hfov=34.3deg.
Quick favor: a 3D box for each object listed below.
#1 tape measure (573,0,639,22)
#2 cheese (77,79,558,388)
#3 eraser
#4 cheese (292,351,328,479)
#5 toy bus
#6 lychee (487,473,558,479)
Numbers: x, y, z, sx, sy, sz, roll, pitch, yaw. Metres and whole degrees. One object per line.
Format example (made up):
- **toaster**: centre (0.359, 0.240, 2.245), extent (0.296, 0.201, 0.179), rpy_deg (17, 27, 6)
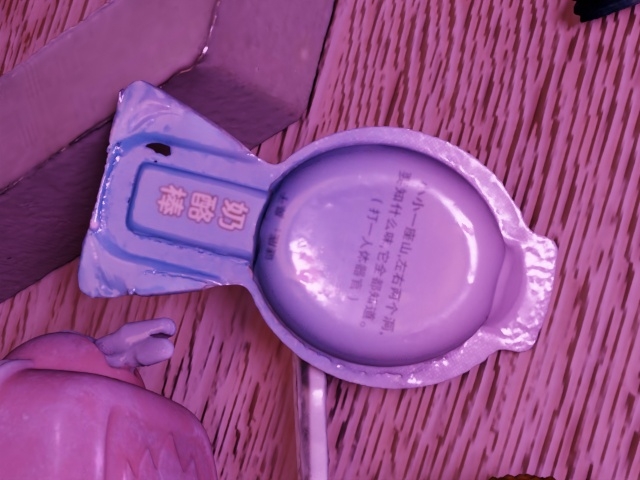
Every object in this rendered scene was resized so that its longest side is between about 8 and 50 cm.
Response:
- **tape measure**: centre (0.281, -0.092, 0.414), extent (0.351, 0.098, 0.215), rpy_deg (-20, 69, 28)
- **cheese**: centre (0.000, 0.000, 0.541), extent (0.244, 0.052, 0.135), rpy_deg (14, 89, 4)
- **eraser**: centre (-0.147, -0.062, 0.645), extent (0.352, 0.111, 0.077), rpy_deg (-29, 67, 22)
- **cheese**: centre (-0.003, 0.158, 0.534), extent (0.049, 0.127, 0.235), rpy_deg (0, 61, -4)
- **toy bus**: centre (-0.190, 0.167, 0.586), extent (0.294, 0.197, 0.232), rpy_deg (-10, 65, 29)
- **lychee**: centre (0.088, 0.163, 0.462), extent (0.146, 0.114, 0.114), rpy_deg (-44, 60, 37)
